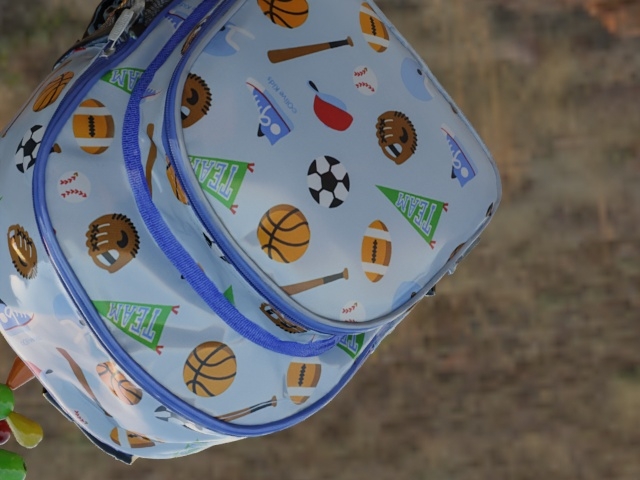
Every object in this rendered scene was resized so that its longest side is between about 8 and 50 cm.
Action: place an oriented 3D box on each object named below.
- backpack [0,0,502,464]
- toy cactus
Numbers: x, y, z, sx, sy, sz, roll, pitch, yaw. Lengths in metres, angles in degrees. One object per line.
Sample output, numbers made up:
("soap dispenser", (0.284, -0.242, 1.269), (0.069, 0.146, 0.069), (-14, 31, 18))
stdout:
("backpack", (-0.051, -0.015, 1.073), (0.276, 0.263, 0.213), (47, 151, -9))
("toy cactus", (-0.314, 0.109, 1.496), (0.180, 0.112, 0.219), (4, 155, 46))
